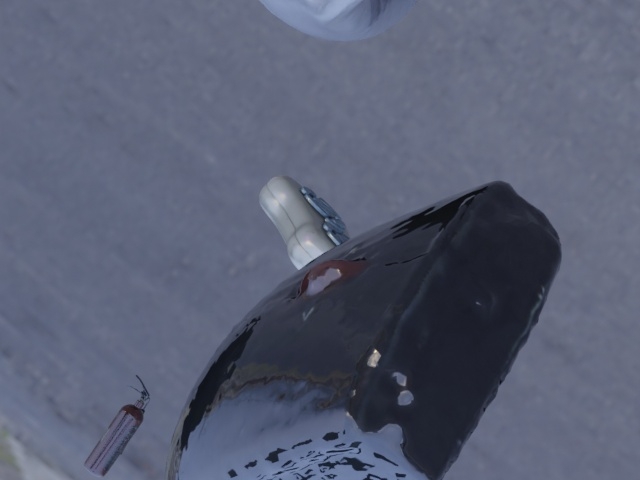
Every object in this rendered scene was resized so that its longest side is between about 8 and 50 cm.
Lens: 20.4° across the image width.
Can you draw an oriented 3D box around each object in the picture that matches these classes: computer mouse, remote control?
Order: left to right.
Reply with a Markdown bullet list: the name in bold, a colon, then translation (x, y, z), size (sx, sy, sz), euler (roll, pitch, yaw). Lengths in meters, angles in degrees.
- **computer mouse**: translation (-0.002, 0.072, 0.835), size (0.100, 0.170, 0.269), euler (35, 142, -5)
- **remote control**: translation (0.000, 0.000, 1.210), size (0.074, 0.032, 0.122), euler (37, -169, -31)

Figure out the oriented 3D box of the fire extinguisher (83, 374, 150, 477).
- **fire extinguisher**: translation (-0.186, 0.182, 1.708), size (0.032, 0.100, 0.046), euler (37, -177, 36)

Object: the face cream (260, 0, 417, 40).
- **face cream**: translation (0.074, -0.234, 1.003), size (0.137, 0.235, 0.420), euler (31, 155, -16)
